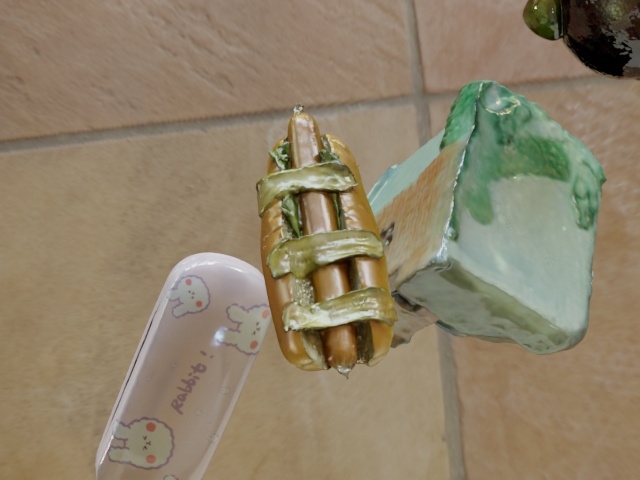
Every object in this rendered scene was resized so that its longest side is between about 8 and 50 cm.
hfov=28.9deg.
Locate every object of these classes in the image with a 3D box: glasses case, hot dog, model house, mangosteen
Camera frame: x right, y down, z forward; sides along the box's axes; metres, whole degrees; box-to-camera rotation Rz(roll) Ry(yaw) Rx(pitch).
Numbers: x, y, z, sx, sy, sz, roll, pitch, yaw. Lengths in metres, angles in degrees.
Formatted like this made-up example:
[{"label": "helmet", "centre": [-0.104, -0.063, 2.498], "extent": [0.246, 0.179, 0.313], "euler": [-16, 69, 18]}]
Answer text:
[{"label": "glasses case", "centre": [-0.143, 0.151, 1.290], "extent": [0.113, 0.075, 0.297], "euler": [19, 106, -15]}, {"label": "hot dog", "centre": [0.000, 0.000, 1.105], "extent": [0.109, 0.072, 0.270], "euler": [-8, 63, -6]}, {"label": "model house", "centre": [0.125, 0.024, 1.362], "extent": [0.194, 0.325, 0.267], "euler": [33, 51, -20]}, {"label": "mangosteen", "centre": [0.292, -0.266, 1.184], "extent": [0.216, 0.216, 0.216], "euler": [0, 87, 5]}]
